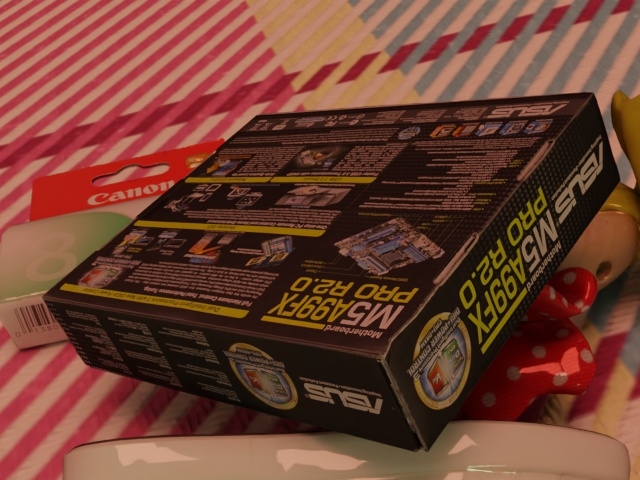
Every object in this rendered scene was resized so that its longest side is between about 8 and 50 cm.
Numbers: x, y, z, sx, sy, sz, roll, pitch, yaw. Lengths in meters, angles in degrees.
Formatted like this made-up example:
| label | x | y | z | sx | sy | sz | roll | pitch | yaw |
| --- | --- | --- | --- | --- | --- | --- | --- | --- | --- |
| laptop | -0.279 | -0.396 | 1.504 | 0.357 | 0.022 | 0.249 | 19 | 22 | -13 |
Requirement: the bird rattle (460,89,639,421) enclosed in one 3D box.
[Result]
| label | x | y | z | sx | sy | sz | roll | pitch | yaw |
| --- | --- | --- | --- | --- | --- | --- | --- | --- | --- |
| bird rattle | 0.138 | 0.012 | 0.623 | 0.253 | 0.143 | 0.207 | -36 | 29 | -19 |

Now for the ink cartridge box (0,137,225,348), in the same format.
| label | x | y | z | sx | sy | sz | roll | pitch | yaw |
| --- | --- | --- | --- | --- | --- | --- | --- | --- | --- |
| ink cartridge box | -0.152 | -0.023 | 0.744 | 0.180 | 0.056 | 0.225 | -12 | 41 | -4 |

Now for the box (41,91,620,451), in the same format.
| label | x | y | z | sx | sy | sz | roll | pitch | yaw |
| --- | --- | --- | --- | --- | --- | --- | --- | --- | --- |
| box | 0.000 | 0.000 | 0.541 | 0.270 | 0.060 | 0.216 | 3 | 39 | 43 |

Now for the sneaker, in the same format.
| label | x | y | z | sx | sy | sz | roll | pitch | yaw |
| --- | --- | --- | --- | --- | --- | --- | --- | --- | --- |
| sneaker | 0.018 | 0.158 | 0.479 | 0.290 | 0.106 | 0.123 | -4 | 70 | -4 |
